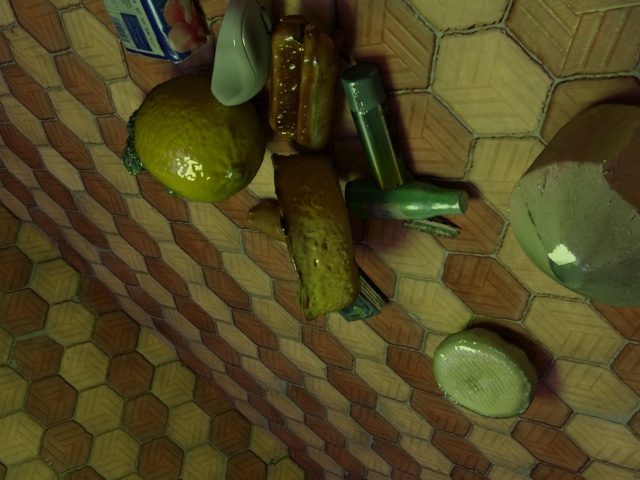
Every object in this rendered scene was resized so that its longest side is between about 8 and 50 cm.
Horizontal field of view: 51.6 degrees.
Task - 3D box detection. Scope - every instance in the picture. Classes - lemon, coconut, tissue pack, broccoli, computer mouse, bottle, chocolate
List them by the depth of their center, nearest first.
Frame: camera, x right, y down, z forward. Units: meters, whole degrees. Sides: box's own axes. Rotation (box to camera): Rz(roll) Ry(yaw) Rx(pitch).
[{"bbox_3d":[0.474,-0.046,1.101,0.298,0.309,0.297,26,146,19],"label":"coconut"},{"bbox_3d":[-0.154,-0.407,1.417,0.121,0.184,0.297,24,145,-5],"label":"computer mouse"},{"bbox_3d":[0.120,-0.243,1.434,0.082,0.082,0.286,13,139,36],"label":"bottle"},{"bbox_3d":[-0.399,-0.562,1.516,0.209,0.137,0.269,17,146,31],"label":"tissue pack"},{"bbox_3d":[0.200,-0.093,1.528,0.291,0.110,0.110,6,135,38],"label":"chocolate"},{"bbox_3d":[-0.297,-0.252,1.643,0.336,0.336,0.336,27,146,19],"label":"lemon"},{"bbox_3d":[-0.462,-0.246,1.951,0.252,0.221,0.361,15,158,-19],"label":"broccoli"},{"bbox_3d":[0.068,0.136,1.974,0.235,0.073,0.173,48,146,-15],"label":"tissue pack"}]

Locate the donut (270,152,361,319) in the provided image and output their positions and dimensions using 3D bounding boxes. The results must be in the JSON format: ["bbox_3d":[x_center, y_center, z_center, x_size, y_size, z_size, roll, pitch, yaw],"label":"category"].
[{"bbox_3d":[0.000,0.000,1.592,0.164,0.377,0.434,-12,120,-1],"label":"donut"}]

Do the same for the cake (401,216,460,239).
[{"bbox_3d":[0.261,-0.035,1.583,0.140,0.055,0.051,27,140,15],"label":"cake"}]

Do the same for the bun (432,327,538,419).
[{"bbox_3d":[0.447,0.343,1.785,0.288,0.146,0.287,16,130,20],"label":"bun"}]

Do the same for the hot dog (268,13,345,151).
[{"bbox_3d":[-0.030,-0.337,1.430,0.158,0.117,0.348,31,151,15],"label":"hot dog"}]

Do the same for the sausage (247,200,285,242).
[{"bbox_3d":[-0.089,-0.045,1.886,0.271,0.109,0.108,18,143,30],"label":"sausage"}]

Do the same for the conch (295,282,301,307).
[{"bbox_3d":[-0.043,0.150,2.079,0.079,0.105,0.170,14,137,27],"label":"conch"}]
